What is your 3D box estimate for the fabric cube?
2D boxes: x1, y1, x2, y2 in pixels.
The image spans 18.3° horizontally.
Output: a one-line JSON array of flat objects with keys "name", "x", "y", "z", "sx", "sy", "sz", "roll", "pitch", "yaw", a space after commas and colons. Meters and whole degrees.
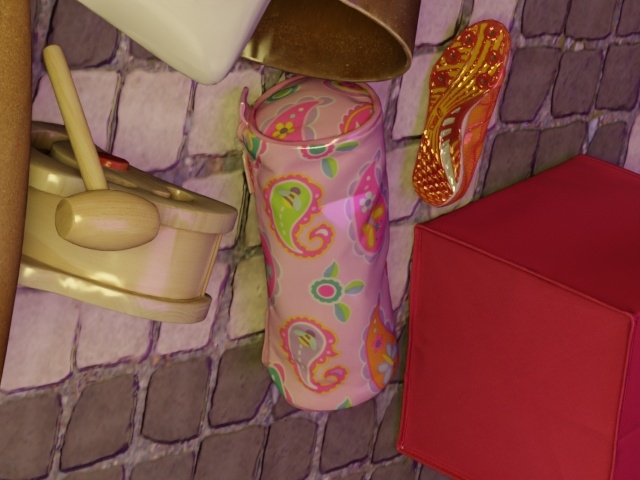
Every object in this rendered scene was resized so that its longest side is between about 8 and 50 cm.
[{"name": "fabric cube", "x": 0.255, "y": 0.100, "z": 1.879, "sx": 0.258, "sy": 0.254, "sz": 0.259, "roll": -24, "pitch": 127, "yaw": -43}]

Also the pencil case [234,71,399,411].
[{"name": "pencil case", "x": 0.000, "y": 0.000, "z": 1.624, "sx": 0.124, "sy": 0.124, "sz": 0.284, "roll": -34, "pitch": 133, "yaw": -35}]

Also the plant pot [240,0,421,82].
[{"name": "plant pot", "x": -0.008, "y": -0.260, "z": 1.412, "sx": 0.215, "sy": 0.215, "sz": 0.230, "roll": 33, "pitch": 70, "yaw": -54}]

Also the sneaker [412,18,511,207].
[{"name": "sneaker", "x": 0.125, "y": -0.116, "z": 1.771, "sx": 0.067, "sy": 0.064, "sz": 0.175, "roll": -21, "pitch": 133, "yaw": -69}]

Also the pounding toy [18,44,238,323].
[{"name": "pounding toy", "x": -0.136, "y": -0.043, "z": 1.307, "sx": 0.154, "sy": 0.269, "sz": 0.155, "roll": 12, "pitch": 101, "yaw": -29}]

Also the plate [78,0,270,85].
[{"name": "plate", "x": -0.092, "y": -0.274, "z": 1.204, "sx": 0.277, "sy": 0.045, "sz": 0.278, "roll": 33, "pitch": 85, "yaw": -29}]

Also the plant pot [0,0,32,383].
[{"name": "plant pot", "x": -0.269, "y": -0.057, "z": 1.187, "sx": 0.237, "sy": 0.237, "sz": 0.254, "roll": 35, "pitch": 68, "yaw": -54}]
